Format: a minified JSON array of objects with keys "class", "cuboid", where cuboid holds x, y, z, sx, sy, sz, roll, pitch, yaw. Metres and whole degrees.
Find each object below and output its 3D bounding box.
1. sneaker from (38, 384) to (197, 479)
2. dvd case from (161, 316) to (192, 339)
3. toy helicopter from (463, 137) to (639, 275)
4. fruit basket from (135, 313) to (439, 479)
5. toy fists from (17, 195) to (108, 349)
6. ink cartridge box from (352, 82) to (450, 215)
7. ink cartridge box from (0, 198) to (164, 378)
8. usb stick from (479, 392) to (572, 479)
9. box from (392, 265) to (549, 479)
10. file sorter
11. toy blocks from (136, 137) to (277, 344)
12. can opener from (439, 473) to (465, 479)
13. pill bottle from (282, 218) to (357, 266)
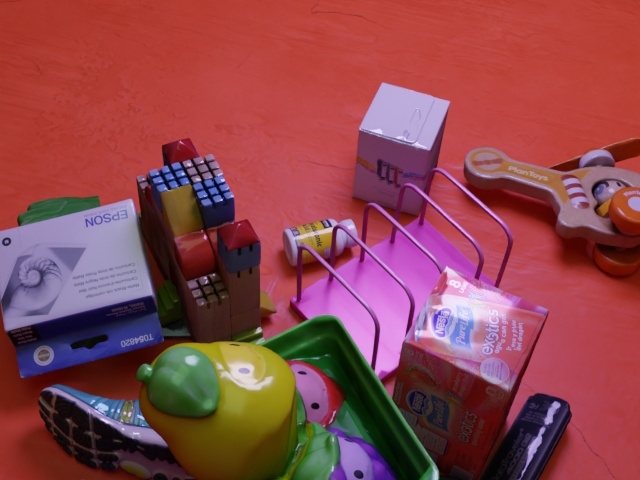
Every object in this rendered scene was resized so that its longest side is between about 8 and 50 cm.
[{"class":"sneaker","cuboid":[-0.272,0.271,1.450,0.275,0.107,0.110,19,34,5]},{"class":"dvd case","cuboid":[-0.203,0.118,1.608,0.119,0.013,0.087,1,52,-4]},{"class":"toy helicopter","cuboid":[0.425,-0.101,1.748,0.355,0.140,0.235,17,51,13]},{"class":"fruit basket","cuboid":[-0.050,0.229,1.258,0.283,0.392,0.392,-25,57,-8]},{"class":"toy fists","cuboid":[-0.404,0.053,1.589,0.142,0.096,0.279,-6,62,-16]},{"class":"ink cartridge box","cuboid":[0.137,-0.157,1.743,0.127,0.176,0.128,18,53,10]},{"class":"ink cartridge box","cuboid":[-0.361,0.069,1.494,0.223,0.045,0.224,-15,71,-4]},{"class":"usb stick","cuboid":[0.277,0.333,1.450,0.077,0.045,0.278,12,48,35]},{"class":"box","cuboid":[0.192,0.194,1.394,0.154,0.300,0.142,24,56,16]},{"class":"file sorter","cuboid":[0.129,0.046,1.580,0.291,0.182,0.202,-31,60,-25]},{"class":"toy blocks","cuboid":[-0.189,-0.010,1.537,0.191,0.261,0.381,-18,51,-18]},{"class":"can opener","cuboid":[0.121,0.341,1.427,0.186,0.059,0.073,7,51,2]},{"class":"pill bottle","cuboid":[0.000,0.000,1.682,0.116,0.065,0.065,-14,54,-15]}]
